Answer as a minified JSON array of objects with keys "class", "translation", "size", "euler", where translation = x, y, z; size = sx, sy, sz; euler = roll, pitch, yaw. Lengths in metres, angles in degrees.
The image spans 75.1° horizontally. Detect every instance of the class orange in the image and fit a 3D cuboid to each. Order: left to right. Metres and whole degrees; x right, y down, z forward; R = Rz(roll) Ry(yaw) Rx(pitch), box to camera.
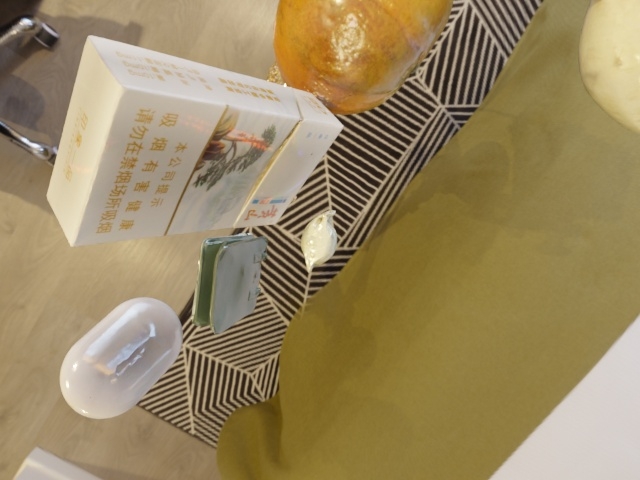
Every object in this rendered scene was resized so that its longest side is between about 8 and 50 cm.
[{"class":"orange","translation":[0.052,-0.259,0.486],"size":[0.171,0.240,0.240],"euler":[37,98,-4]}]

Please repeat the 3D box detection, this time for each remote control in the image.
[{"class":"remote control","translation":[-0.505,0.297,1.089],"size":[0.103,0.332,0.221],"euler":[-20,113,43]}]

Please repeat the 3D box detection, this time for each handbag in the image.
[{"class":"handbag","translation":[-0.245,0.112,1.178],"size":[0.079,0.260,0.248],"euler":[12,99,21]}]

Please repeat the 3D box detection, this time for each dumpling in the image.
[{"class":"dumpling","translation":[-0.001,0.002,1.169],"size":[0.099,0.134,0.170],"euler":[-2,91,6]}]

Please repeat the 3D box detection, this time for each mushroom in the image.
[{"class":"mushroom","translation":[0.511,-0.293,0.578],"size":[0.356,0.315,0.315],"euler":[-41,105,-38]}]

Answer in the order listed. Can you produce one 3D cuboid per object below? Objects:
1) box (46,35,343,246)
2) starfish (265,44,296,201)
[{"class":"box","translation":[-0.102,-0.077,0.386],"size":[0.067,0.233,0.149],"euler":[54,125,20]},{"class":"starfish","translation":[-0.081,-0.269,0.838],"size":[0.084,0.301,0.294],"euler":[22,104,-49]}]
